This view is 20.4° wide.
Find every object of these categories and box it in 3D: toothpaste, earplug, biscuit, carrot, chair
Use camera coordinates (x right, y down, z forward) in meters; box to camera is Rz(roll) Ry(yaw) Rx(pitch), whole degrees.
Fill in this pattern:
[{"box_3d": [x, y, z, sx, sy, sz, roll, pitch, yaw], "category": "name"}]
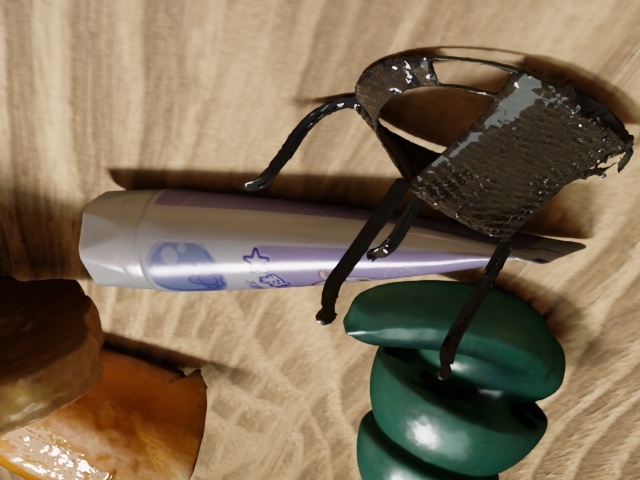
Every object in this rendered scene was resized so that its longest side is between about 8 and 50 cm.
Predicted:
[{"box_3d": [0.000, 0.000, 1.306, 0.371, 0.080, 0.125, 0, -175, 23], "category": "toothpaste"}, {"box_3d": [0.106, 0.142, 1.530, 0.164, 0.280, 0.257, 28, -156, 16], "category": "earplug"}, {"box_3d": [-0.368, 0.134, 1.577, 0.365, 0.062, 0.385, -23, -163, -13], "category": "biscuit"}, {"box_3d": [-0.274, 0.183, 1.901, 0.254, 0.196, 0.196, 26, 159, -26], "category": "carrot"}, {"box_3d": [0.078, -0.041, 1.104, 0.174, 0.149, 0.213, 28, 115, -36], "category": "chair"}]
